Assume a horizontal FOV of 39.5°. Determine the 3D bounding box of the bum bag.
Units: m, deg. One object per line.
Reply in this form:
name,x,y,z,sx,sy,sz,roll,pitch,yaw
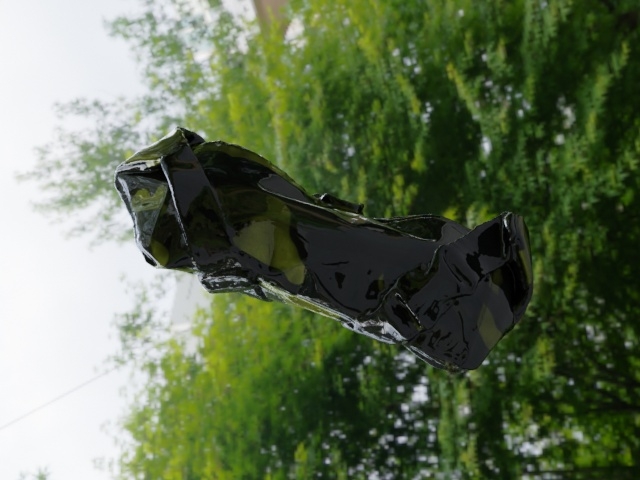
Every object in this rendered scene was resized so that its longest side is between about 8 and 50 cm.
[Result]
bum bag,0.000,0.000,0.476,0.060,0.233,0.106,104,-179,-45
